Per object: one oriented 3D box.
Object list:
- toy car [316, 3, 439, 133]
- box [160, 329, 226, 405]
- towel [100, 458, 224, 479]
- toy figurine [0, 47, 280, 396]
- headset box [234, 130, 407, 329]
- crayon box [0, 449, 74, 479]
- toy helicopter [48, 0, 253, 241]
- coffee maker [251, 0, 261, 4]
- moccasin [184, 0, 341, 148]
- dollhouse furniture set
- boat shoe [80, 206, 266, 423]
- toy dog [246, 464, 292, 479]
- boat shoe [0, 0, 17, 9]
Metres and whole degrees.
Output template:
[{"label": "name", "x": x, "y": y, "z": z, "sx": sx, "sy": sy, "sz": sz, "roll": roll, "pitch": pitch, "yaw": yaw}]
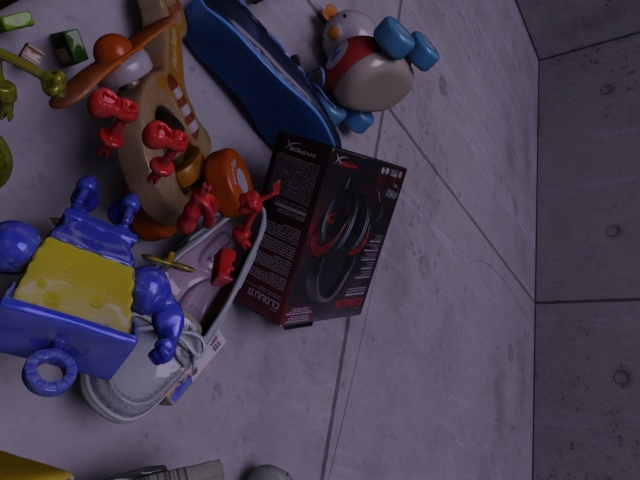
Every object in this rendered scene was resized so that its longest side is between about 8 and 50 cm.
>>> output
[{"label": "toy car", "x": 0.060, "y": -0.371, "z": 1.045, "sx": 0.210, "sy": 0.219, "sz": 0.238, "roll": -8, "pitch": 61, "yaw": -54}, {"label": "box", "x": -0.179, "y": 0.139, "z": 0.713, "sx": 0.136, "sy": 0.028, "sz": 0.081, "roll": -50, "pitch": 123, "yaw": -44}, {"label": "towel", "x": -0.198, "y": 0.384, "z": 0.478, "sx": 0.312, "sy": 0.056, "sz": 0.325, "roll": 4, "pitch": 62, "yaw": -39}, {"label": "toy figurine", "x": -0.216, "y": 0.010, "z": 0.441, "sx": 0.362, "sy": 0.191, "sz": 0.217, "roll": 26, "pitch": 43, "yaw": -30}, {"label": "headset box", "x": 0.000, "y": 0.000, "z": 0.846, "sx": 0.218, "sy": 0.110, "sz": 0.294, "roll": 4, "pitch": 106, "yaw": -53}, {"label": "crayon box", "x": -0.353, "y": 0.154, "z": 0.212, "sx": 0.362, "sy": 0.312, "sz": 0.106, "roll": 13, "pitch": 73, "yaw": -53}, {"label": "toy helicopter", "x": -0.199, "y": -0.189, "z": 0.645, "sx": 0.235, "sy": 0.140, "sz": 0.356, "roll": 51, "pitch": 27, "yaw": -62}, {"label": "coffee maker", "x": -0.095, "y": -0.511, "z": 0.895, "sx": 0.171, "sy": 0.120, "sz": 0.178, "roll": -85, "pitch": 152, "yaw": -58}, {"label": "moccasin", "x": -0.062, "y": -0.258, "z": 0.859, "sx": 0.342, "sy": 0.137, "sz": 0.117, "roll": 51, "pitch": 42, "yaw": -39}, {"label": "dollhouse furniture set", "x": -0.329, "y": -0.190, "z": 0.562, "sx": 0.151, "sy": 0.058, "sz": 0.076, "roll": -31, "pitch": 118, "yaw": -32}, {"label": "boat shoe", "x": -0.163, "y": 0.068, "z": 0.655, "sx": 0.118, "sy": 0.103, "sz": 0.320, "roll": 44, "pitch": 44, "yaw": -11}, {"label": "toy dog", "x": -0.051, "y": 0.482, "z": 0.692, "sx": 0.220, "sy": 0.160, "sz": 0.334, "roll": 74, "pitch": 22, "yaw": -77}, {"label": "boat shoe", "x": -0.305, "y": -0.307, "z": 0.507, "sx": 0.123, "sy": 0.123, "sz": 0.342, "roll": 53, "pitch": 30, "yaw": -26}]
